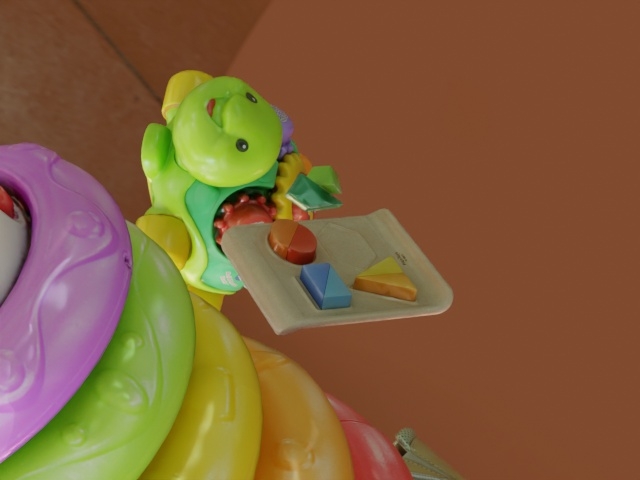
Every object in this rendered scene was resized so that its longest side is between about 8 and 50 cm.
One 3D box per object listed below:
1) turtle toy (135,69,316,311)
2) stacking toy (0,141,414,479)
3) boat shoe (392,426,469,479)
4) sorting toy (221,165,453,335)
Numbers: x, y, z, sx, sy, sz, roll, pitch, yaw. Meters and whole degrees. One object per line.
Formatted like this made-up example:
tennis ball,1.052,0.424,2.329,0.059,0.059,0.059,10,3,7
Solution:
turtle toy,-0.038,-0.024,0.710,0.066,0.130,0.095,3,65,15
stacking toy,-0.085,0.041,0.422,0.166,0.302,0.175,-35,40,-5
boat shoe,0.041,0.115,0.728,0.190,0.068,0.072,9,60,-13
sorting toy,0.000,0.000,0.557,0.083,0.062,0.012,-125,34,-47
